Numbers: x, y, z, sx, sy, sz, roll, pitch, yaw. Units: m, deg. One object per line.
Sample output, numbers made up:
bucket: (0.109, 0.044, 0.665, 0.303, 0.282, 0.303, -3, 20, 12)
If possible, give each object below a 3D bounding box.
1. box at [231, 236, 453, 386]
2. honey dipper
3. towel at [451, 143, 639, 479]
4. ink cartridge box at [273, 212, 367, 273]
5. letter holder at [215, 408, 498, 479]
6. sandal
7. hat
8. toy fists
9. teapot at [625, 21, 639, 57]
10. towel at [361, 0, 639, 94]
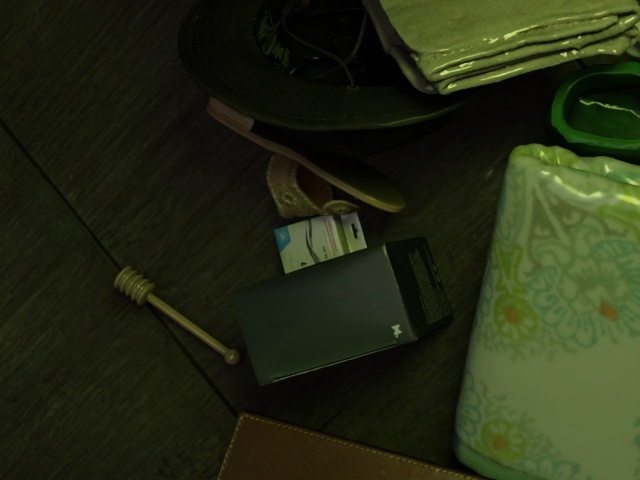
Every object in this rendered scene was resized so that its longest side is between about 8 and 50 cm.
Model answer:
box: (0.025, 0.063, 0.975, 0.156, 0.158, 0.093, -19, 87, 19)
honey dipper: (-0.151, 0.083, 1.106, 0.160, 0.030, 0.030, 34, 103, 13)
towel: (0.312, 0.107, 0.867, 0.374, 0.090, 0.321, 15, 118, 15)
ink cartridge box: (0.000, 0.000, 1.049, 0.083, 0.028, 0.048, -17, 88, 19)
letter holder: (0.046, 0.310, 0.941, 0.301, 0.152, 0.214, 12, 66, 18)
sandal: (-0.025, -0.062, 1.032, 0.240, 0.088, 0.079, 34, 112, 22)
hat: (0.043, -0.156, 0.953, 0.331, 0.331, 0.134, 11, 136, 18)
toy fists: (0.330, -0.099, 0.872, 0.279, 0.142, 0.096, 1, 77, 19)
teapot: (0.392, -0.242, 0.779, 0.252, 0.187, 0.256, 21, 124, 19)
towel: (0.131, -0.221, 0.875, 0.187, 0.282, 0.049, -13, 133, -3)
